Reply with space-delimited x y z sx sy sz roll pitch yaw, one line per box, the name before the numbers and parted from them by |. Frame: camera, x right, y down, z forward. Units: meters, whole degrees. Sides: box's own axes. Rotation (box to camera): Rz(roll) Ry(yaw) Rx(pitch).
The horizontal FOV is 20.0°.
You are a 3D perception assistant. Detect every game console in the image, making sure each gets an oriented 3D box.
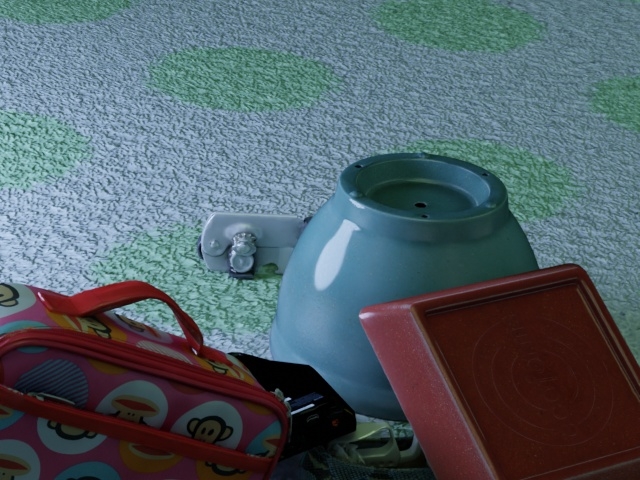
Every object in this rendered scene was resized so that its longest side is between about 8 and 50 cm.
game console | -0.159 0.186 1.643 0.361 0.044 0.213 -18 17 -24

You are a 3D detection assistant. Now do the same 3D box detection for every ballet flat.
ballet flat | 0.075 0.196 1.663 0.188 0.070 0.070 -4 27 -16

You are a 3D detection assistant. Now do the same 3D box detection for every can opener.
can opener | 0.000 0.000 2.049 0.280 0.074 0.093 3 25 -2

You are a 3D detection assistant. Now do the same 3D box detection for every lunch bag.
lunch bag | -0.176 0.153 1.416 0.293 0.258 0.120 19 15 -35

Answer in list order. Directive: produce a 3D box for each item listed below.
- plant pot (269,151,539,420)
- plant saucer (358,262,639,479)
plant pot | 0.098 0.028 1.864 0.293 0.196 0.293 4 26 -2
plant saucer | 0.200 0.136 1.680 0.259 0.047 0.258 -11 61 -28
